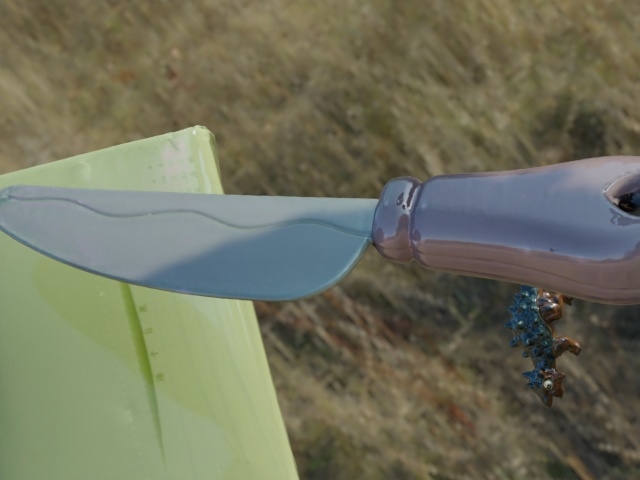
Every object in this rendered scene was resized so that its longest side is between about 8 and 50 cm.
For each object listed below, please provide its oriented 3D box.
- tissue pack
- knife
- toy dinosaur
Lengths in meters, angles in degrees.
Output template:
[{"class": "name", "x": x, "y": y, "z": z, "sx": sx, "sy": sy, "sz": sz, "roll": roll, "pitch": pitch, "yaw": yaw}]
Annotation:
[{"class": "tissue pack", "x": -0.105, "y": 0.076, "z": 0.912, "sx": 0.159, "sy": 0.234, "sz": 0.125, "roll": -14, "pitch": -17, "yaw": -4}, {"class": "knife", "x": 0.000, "y": 0.002, "z": 0.767, "sx": 0.336, "sy": 0.043, "sz": 0.081, "roll": -1, "pitch": 41, "yaw": 15}, {"class": "toy dinosaur", "x": 0.183, "y": 0.065, "z": 1.457, "sx": 0.055, "sy": 0.154, "sz": 0.049, "roll": -13, "pitch": -1, "yaw": -23}]
